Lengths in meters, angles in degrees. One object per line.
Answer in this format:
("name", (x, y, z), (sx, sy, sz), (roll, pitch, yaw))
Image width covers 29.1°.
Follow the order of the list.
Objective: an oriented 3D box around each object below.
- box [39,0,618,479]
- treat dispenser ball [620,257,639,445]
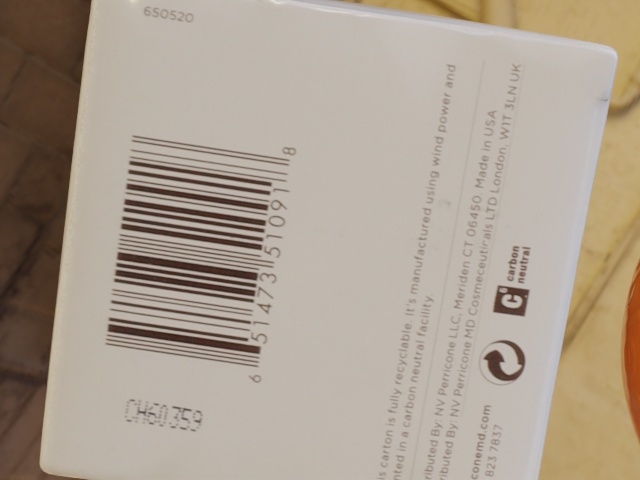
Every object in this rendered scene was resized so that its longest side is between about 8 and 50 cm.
("box", (0.000, 0.000, 0.474), (0.119, 0.181, 0.181), (-92, -170, -79))
("treat dispenser ball", (0.317, 0.067, 0.697), (0.288, 0.288, 0.288), (-41, 150, -30))
